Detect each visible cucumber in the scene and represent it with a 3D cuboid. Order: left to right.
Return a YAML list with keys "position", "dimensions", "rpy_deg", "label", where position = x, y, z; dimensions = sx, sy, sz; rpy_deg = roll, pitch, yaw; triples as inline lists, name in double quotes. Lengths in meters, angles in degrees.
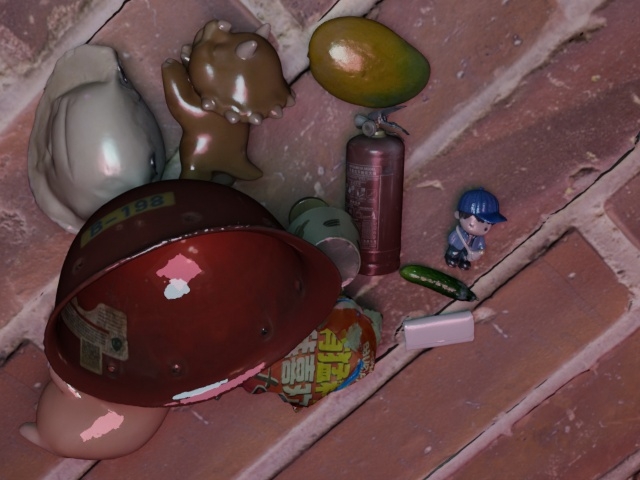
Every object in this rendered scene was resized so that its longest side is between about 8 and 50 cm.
- position: [0.207, 0.073, 1.337]
  dimensions: [0.155, 0.037, 0.037]
  rpy_deg: [21, 107, -11]
  label: "cucumber"

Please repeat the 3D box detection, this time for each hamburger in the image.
- position: [-0.052, 0.157, 1.305]
  dimensions: [0.276, 0.150, 0.260]
  rpy_deg: [20, 125, -29]
  label: "hamburger"

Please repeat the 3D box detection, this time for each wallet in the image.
- position: [0.207, 0.159, 1.373]
  dimensions: [0.122, 0.025, 0.061]
  rpy_deg: [-9, 116, -1]
  label: "wallet"

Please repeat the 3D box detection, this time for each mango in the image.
- position: [0.074, -0.267, 1.183]
  dimensions: [0.194, 0.092, 0.130]
  rpy_deg: [5, 107, -15]
  label: "mango"

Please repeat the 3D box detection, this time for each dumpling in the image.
- position: [-0.344, -0.138, 1.180]
  dimensions: [0.226, 0.243, 0.175]
  rpy_deg: [-12, 152, 20]
  label: "dumpling"

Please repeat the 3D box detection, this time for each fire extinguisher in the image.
- position: [0.090, -0.083, 1.239]
  dimensions: [0.104, 0.105, 0.269]
  rpy_deg: [0, 109, -4]
  label: "fire extinguisher"

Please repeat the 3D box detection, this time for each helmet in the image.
- position: [-0.188, 0.037, 1.077]
  dimensions: [0.384, 0.230, 0.337]
  rpy_deg: [-27, 139, 4]
  label: "helmet"

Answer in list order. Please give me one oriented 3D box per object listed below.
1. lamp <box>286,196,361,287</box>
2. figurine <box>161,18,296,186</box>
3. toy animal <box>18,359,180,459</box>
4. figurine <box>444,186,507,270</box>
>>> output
- position: [0.000, 0.000, 1.197]
  dimensions: [0.121, 0.215, 0.121]
  rpy_deg: [-4, 110, -11]
  label: "lamp"
- position: [-0.121, -0.193, 1.146]
  dimensions: [0.173, 0.177, 0.247]
  rpy_deg: [0, 99, 15]
  label: "figurine"
- position: [-0.342, 0.228, 1.285]
  dimensions: [0.212, 0.195, 0.256]
  rpy_deg: [25, 108, -4]
  label: "toy animal"
- position: [0.251, -0.021, 1.298]
  dimensions: [0.077, 0.079, 0.136]
  rpy_deg: [13, 131, -12]
  label: "figurine"
